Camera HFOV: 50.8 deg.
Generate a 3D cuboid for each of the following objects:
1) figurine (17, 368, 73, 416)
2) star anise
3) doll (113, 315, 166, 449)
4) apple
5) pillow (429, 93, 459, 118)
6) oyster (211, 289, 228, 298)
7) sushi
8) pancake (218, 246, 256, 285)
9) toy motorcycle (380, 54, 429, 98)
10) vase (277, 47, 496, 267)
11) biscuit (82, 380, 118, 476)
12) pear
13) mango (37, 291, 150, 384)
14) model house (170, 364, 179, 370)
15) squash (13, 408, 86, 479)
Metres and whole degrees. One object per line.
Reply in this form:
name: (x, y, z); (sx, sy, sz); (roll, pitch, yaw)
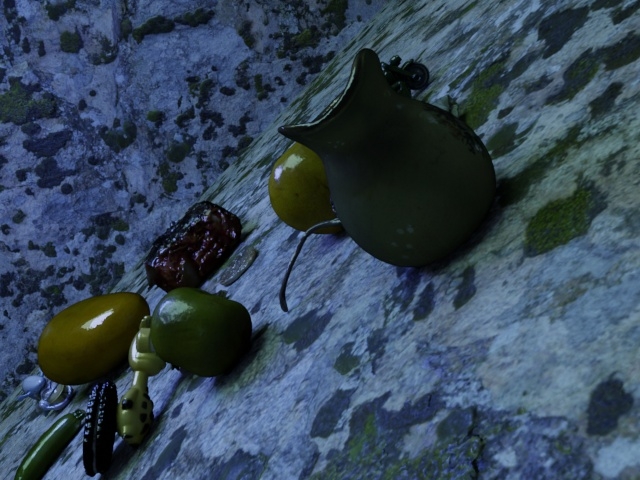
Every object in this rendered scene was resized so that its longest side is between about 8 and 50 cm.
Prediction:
figurine: (-0.908, 0.510, 2.243); (0.209, 0.183, 0.128); (93, -161, -55)
star anise: (0.000, 0.000, 1.304); (0.227, 0.219, 0.148); (-24, -19, 20)
doll: (-0.379, 0.296, 1.437); (0.117, 0.086, 0.291); (91, -179, -51)
apple: (-0.231, 0.176, 1.301); (0.196, 0.196, 0.157); (-1, 66, 67)
pillow: (0.206, -0.221, 1.376); (0.181, 0.078, 0.134); (-33, 20, 32)
oyster: (-0.292, 0.181, 1.666); (0.166, 0.053, 0.108); (-57, 0, -15)
sushi: (-0.402, 0.025, 2.061); (0.343, 0.196, 0.182); (-48, 11, -9)
pancake: (-0.224, 0.069, 1.822); (0.139, 0.022, 0.139); (-41, 17, 16)
toy motorcycle: (0.163, -0.361, 1.738); (0.275, 0.127, 0.205); (-45, 13, 13)
vase: (0.099, -0.136, 1.036); (0.241, 0.302, 0.329); (-41, 16, 16)
biscuit: (-0.456, 0.391, 1.401); (0.194, 0.053, 0.195); (-177, 90, -80)
pear: (-0.002, -0.110, 1.408); (0.209, 0.209, 0.209); (-41, 17, 15)
mango: (-0.689, 0.294, 2.066); (0.445, 0.232, 0.300); (-25, 20, 32)
model house: (-0.293, 0.225, 1.503); (0.088, 0.117, 0.167); (-12, -11, -8)
squash: (-0.728, 0.555, 1.800); (0.069, 0.069, 0.258); (-20, 29, 55)
